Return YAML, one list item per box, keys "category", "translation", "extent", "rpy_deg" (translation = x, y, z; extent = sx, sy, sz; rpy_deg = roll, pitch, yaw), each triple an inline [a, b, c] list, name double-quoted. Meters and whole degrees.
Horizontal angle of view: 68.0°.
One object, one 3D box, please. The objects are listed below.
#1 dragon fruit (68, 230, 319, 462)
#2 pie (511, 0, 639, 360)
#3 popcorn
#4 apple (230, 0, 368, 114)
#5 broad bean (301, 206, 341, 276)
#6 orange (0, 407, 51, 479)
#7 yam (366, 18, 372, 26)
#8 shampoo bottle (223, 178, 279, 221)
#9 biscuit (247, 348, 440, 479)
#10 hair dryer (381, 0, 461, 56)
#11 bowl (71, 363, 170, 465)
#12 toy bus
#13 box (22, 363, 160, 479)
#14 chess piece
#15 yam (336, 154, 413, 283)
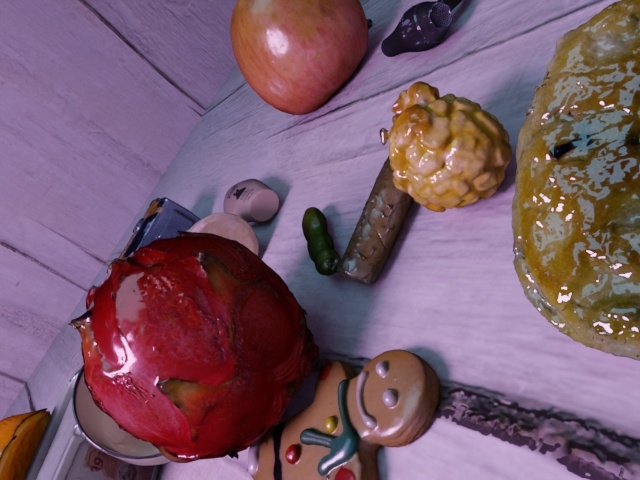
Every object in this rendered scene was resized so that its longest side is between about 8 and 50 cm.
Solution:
- category: "dragon fruit"
  translation: [-0.166, 0.138, 0.660]
  extent: [0.295, 0.302, 0.295]
  rpy_deg: [-51, -4, -5]
- category: "pie"
  translation: [0.290, -0.060, 0.343]
  extent: [0.324, 0.071, 0.322]
  rpy_deg: [-14, 66, 34]
- category: "popcorn"
  translation: [0.157, -0.122, 0.615]
  extent: [0.170, 0.180, 0.179]
  rpy_deg: [1, 51, 17]
- category: "apple"
  translation: [-0.064, -0.536, 1.251]
  extent: [0.364, 0.364, 0.363]
  rpy_deg: [-37, 31, 28]
- category: "broad bean"
  translation: [0.000, 0.004, 0.821]
  extent: [0.254, 0.047, 0.065]
  rpy_deg: [-111, 24, -63]
- category: "orange"
  translation: [-0.559, 0.462, 0.882]
  extent: [0.310, 0.275, 0.274]
  rpy_deg: [-41, 28, 43]
- category: "yam"
  translation: [0.094, -0.649, 1.466]
  extent: [0.027, 0.029, 0.234]
  rpy_deg: [-30, 22, -15]
- category: "shampoo bottle"
  translation: [-0.186, -0.101, 1.202]
  extent: [0.127, 0.078, 0.257]
  rpy_deg: [-58, 27, -8]
- category: "biscuit"
  translation: [0.009, 0.230, 0.557]
  extent: [0.302, 0.049, 0.196]
  rpy_deg: [-41, 32, 20]
- category: "hair dryer"
  translation: [0.260, -0.498, 1.012]
  extent: [0.272, 0.091, 0.235]
  rpy_deg: [-43, 16, -7]
- category: "bowl"
  translation: [-0.272, 0.267, 0.792]
  extent: [0.237, 0.238, 0.126]
  rpy_deg: [-87, 5, -47]
- category: "toy bus"
  translation: [-0.512, 0.035, 1.463]
  extent: [0.194, 0.162, 0.323]
  rpy_deg: [-3, 57, 55]
- category: "box"
  translation: [-0.389, 0.374, 0.854]
  extent: [0.175, 0.183, 0.311]
  rpy_deg: [-37, 32, 28]
- category: "chess piece"
  translation: [-0.271, 0.022, 1.121]
  extent: [0.166, 0.167, 0.300]
  rpy_deg: [-61, 24, -14]
- category: "yam"
  translation: [0.112, -0.075, 0.727]
  extent: [0.071, 0.067, 0.317]
  rpy_deg: [7, 65, 45]
